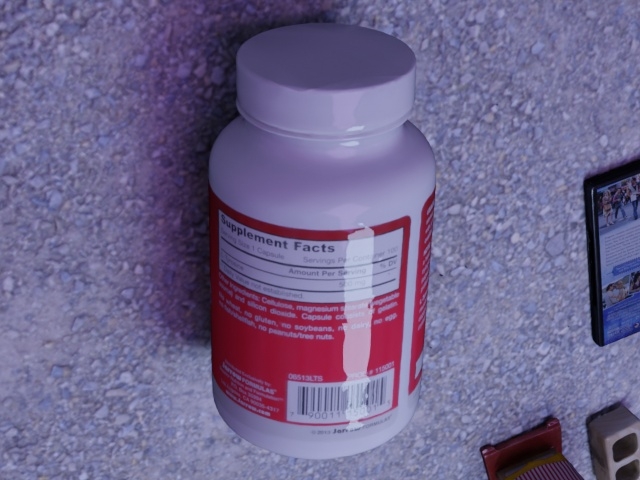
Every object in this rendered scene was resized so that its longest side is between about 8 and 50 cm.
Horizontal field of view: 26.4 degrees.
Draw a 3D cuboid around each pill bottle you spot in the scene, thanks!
[{"bbox_3d":[0.000,0.000,1.390,0.229,0.229,0.407,-10,121,-21],"label":"pill bottle"}]

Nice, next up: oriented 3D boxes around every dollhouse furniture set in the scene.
[{"bbox_3d":[0.422,0.314,1.799,0.374,0.201,0.152,-22,125,-13],"label":"dollhouse furniture set"}]

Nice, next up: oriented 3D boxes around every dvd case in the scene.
[{"bbox_3d":[0.421,0.004,1.732,0.180,0.022,0.253,-20,125,-14],"label":"dvd case"}]
